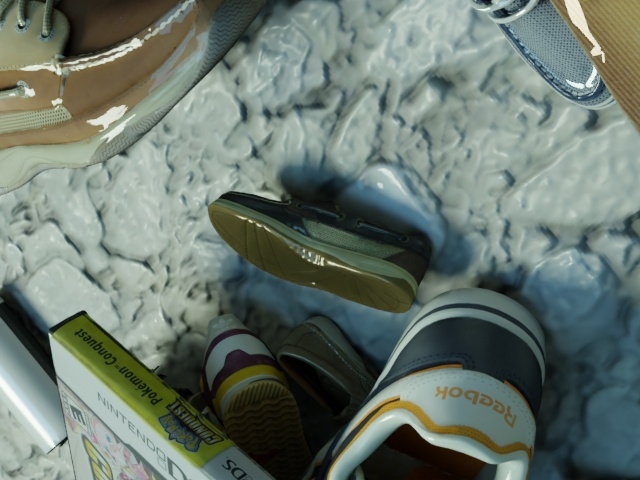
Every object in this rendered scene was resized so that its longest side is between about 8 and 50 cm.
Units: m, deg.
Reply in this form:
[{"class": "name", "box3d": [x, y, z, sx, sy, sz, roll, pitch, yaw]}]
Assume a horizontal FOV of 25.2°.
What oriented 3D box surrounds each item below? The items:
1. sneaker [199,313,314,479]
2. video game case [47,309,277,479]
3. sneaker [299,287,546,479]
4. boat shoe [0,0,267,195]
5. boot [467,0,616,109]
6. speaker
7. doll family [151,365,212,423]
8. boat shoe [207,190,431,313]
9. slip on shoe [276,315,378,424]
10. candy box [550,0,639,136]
[{"class": "sneaker", "box3d": [-0.047, 0.130, 1.033, 0.185, 0.070, 0.084, 89, 161, -49]}, {"class": "video game case", "box3d": [-0.092, 0.215, 0.994, 0.248, 0.035, 0.275, 35, 141, 35]}, {"class": "sneaker", "box3d": [0.044, 0.181, 0.910, 0.126, 0.127, 0.321, 19, 129, 1]}, {"class": "boat shoe", "box3d": [-0.165, -0.117, 0.905, 0.324, 0.123, 0.116, -19, 120, 44]}, {"class": "boot", "box3d": [0.084, -0.136, 0.721, 0.069, 0.086, 0.190, -31, 95, 47]}, {"class": "speaker", "box3d": [-0.249, 0.111, 1.188, 0.136, 0.055, 0.055, 50, 137, 2]}, {"class": "doll family", "box3d": [-0.127, 0.159, 1.107, 0.111, 0.076, 0.193, 0, 120, 34]}, {"class": "boat shoe", "box3d": [0.000, 0.000, 0.912, 0.152, 0.049, 0.056, 23, 149, 21]}, {"class": "slip on shoe", "box3d": [0.025, 0.112, 0.970, 0.135, 0.041, 0.051, 51, 137, 1]}, {"class": "candy box", "box3d": [0.221, -0.182, 0.575, 0.316, 0.087, 0.183, -29, 97, 46]}]
